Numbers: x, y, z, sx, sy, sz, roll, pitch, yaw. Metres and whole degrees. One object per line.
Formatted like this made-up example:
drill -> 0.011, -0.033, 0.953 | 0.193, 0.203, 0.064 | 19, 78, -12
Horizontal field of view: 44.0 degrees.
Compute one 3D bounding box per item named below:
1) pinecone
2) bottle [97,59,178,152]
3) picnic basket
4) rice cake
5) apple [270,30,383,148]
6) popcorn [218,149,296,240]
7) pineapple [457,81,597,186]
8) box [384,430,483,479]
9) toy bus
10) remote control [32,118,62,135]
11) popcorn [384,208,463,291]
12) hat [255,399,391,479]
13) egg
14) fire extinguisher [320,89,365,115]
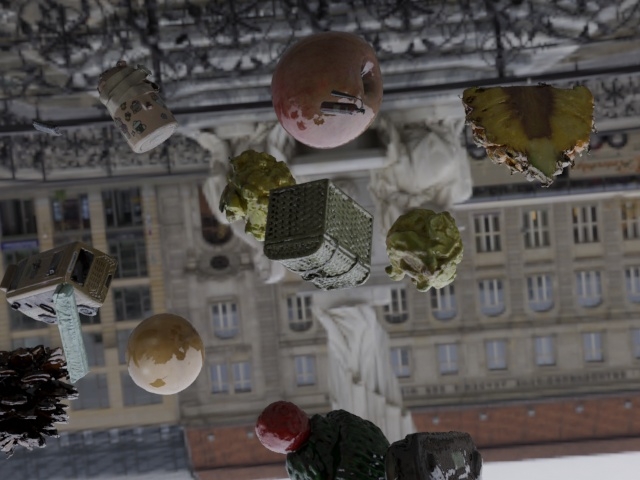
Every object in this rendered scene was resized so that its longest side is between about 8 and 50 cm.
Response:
pinecone -> -0.576, 0.310, 1.545 | 0.221, 0.222, 0.221 | -5, -177, 0
bottle -> -0.315, -0.233, 1.334 | 0.098, 0.152, 0.099 | -33, 177, -2
picnic basket -> 0.000, 0.000, 1.479 | 0.134, 0.154, 0.196 | -9, 156, 27
rice cake -> -0.374, 0.141, 1.192 | 0.029, 0.171, 0.033 | 1, -150, 1
apple -> 0.032, -0.424, 2.186 | 0.269, 0.345, 0.344 | -27, 169, 37
popcorn -> -0.146, -0.105, 1.858 | 0.169, 0.189, 0.218 | 2, -144, -32
pineapple -> 0.500, -0.214, 1.937 | 0.344, 0.286, 0.209 | -1, 153, -3
box -> 0.231, 0.527, 1.447 | 0.090, 0.351, 0.359 | -12, 164, 27
toy bus -> -0.631, 0.101, 1.906 | 0.289, 0.140, 0.157 | -13, 143, 39
remote control -> -0.730, -0.299, 2.107 | 0.096, 0.039, 0.014 | 18, -122, 28
popcorn -> 0.234, 0.021, 1.807 | 0.185, 0.188, 0.167 | 3, -179, 18
hat -> -0.010, 0.484, 1.766 | 0.332, 0.242, 0.274 | 31, -173, -18
egg -> -0.393, 0.283, 2.015 | 0.201, 0.201, 0.244 | -6, 156, -18
fire extinguisher -> 0.047, -0.261, 1.509 | 0.100, 0.046, 0.032 | 9, -179, 30
